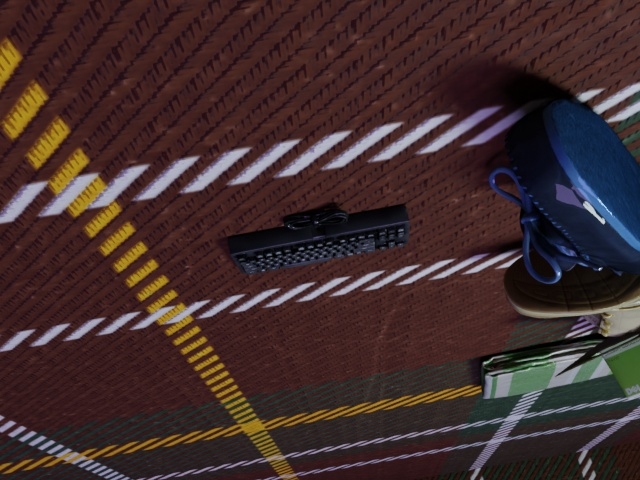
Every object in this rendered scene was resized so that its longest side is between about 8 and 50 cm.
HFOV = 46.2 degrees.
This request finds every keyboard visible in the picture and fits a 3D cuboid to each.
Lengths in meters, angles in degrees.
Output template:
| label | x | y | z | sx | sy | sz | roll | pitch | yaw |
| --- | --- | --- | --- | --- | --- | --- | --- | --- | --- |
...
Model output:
| label | x | y | z | sx | sy | sz | roll | pitch | yaw |
| --- | --- | --- | --- | --- | --- | --- | --- | --- | --- |
| keyboard | 0.000 | 0.000 | 0.755 | 0.180 | 0.023 | 0.108 | -11 | 154 | 1 |

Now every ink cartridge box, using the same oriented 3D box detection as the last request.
| label | x | y | z | sx | sy | sz | roll | pitch | yaw |
| --- | --- | --- | --- | --- | --- | --- | --- | --- | --- |
| ink cartridge box | 0.487 | 0.161 | 1.074 | 0.255 | 0.097 | 0.189 | -18 | 164 | -40 |

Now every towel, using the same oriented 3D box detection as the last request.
| label | x | y | z | sx | sy | sz | roll | pitch | yaw |
| --- | --- | --- | --- | --- | --- | --- | --- | --- | --- |
| towel | 0.451 | 0.222 | 1.355 | 0.324 | 0.038 | 0.248 | -14 | 155 | 5 |

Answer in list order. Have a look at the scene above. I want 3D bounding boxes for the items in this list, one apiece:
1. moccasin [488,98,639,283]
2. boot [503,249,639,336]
| label | x | y | z | sx | sy | sz | roll | pitch | yaw |
| --- | --- | --- | --- | --- | --- | --- | --- | --- | --- |
| moccasin | 0.238 | -0.014 | 0.682 | 0.116 | 0.138 | 0.342 | -21 | 152 | 32 |
| boot | 0.340 | 0.063 | 0.921 | 0.261 | 0.095 | 0.203 | -16 | 155 | -4 |
